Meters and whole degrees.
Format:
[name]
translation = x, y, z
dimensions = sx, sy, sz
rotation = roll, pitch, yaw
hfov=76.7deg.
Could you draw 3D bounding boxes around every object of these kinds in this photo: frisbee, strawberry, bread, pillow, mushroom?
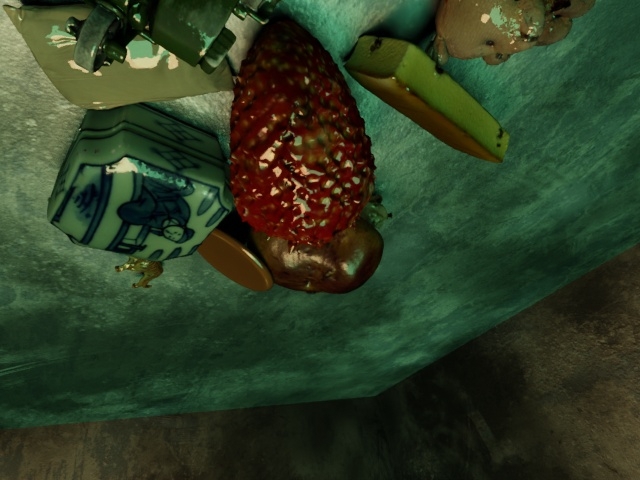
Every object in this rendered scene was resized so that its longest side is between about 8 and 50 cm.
[frisbee]
translation = -0.221, 0.045, 0.982
dimensions = 0.251, 0.021, 0.250
rotation = 27, 151, 16
[strawberry]
translation = -0.039, -0.153, 0.682
dimensions = 0.292, 0.292, 0.343
rotation = -15, 149, 0
[bread]
translation = 0.216, -0.252, 0.757
dimensions = 0.361, 0.138, 0.077
rotation = 17, 105, -39
[pillow]
translation = -0.273, -0.278, 0.599
dimensions = 0.270, 0.067, 0.173
rotation = -12, 147, -8
[mushroom]
translation = 0.000, 0.000, 1.018
dimensions = 0.346, 0.259, 0.345
rotation = 12, 157, 5

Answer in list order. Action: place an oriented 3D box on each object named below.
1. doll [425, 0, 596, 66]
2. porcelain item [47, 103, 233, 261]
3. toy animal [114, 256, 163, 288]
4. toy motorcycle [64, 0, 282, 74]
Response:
[doll]
translation = 0.333, -0.357, 0.647
dimensions = 0.303, 0.156, 0.201
rotation = -6, 145, -20
[porcelain item]
translation = -0.332, -0.092, 0.769
dimensions = 0.286, 0.157, 0.281
rotation = 20, 134, -40
[toy animal]
translation = -0.456, 0.060, 1.025
dimensions = 0.099, 0.056, 0.241
rotation = -11, 145, -6
[toy motorcycle]
translation = -0.167, -0.301, 0.495
dimensions = 0.205, 0.127, 0.275
rotation = 27, 100, -25
